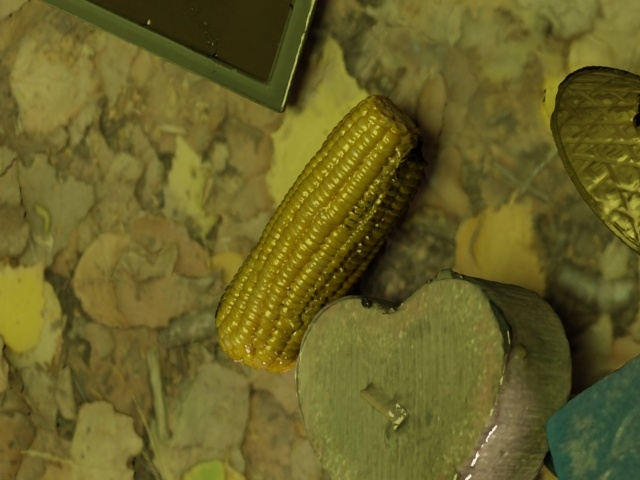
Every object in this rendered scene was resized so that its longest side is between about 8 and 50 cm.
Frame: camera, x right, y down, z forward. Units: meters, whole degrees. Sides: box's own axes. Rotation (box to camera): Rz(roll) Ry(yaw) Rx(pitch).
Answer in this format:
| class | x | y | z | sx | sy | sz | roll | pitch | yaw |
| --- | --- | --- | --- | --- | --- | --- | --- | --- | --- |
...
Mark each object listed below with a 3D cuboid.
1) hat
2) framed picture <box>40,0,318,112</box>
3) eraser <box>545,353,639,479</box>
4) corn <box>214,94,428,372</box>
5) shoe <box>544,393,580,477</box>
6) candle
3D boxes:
| class | x | y | z | sx | sy | sz | roll | pitch | yaw |
| --- | --- | --- | --- | --- | --- | --- | --- | --- | --- |
| hat | 0.202 | -0.051 | 0.900 | 0.146 | 0.067 | 0.146 | 42 | 157 | 22 |
| framed picture | -0.098 | -0.244 | 1.119 | 0.296 | 0.019 | 0.232 | 28 | 109 | 31 |
| eraser | 0.258 | 0.069 | 0.805 | 0.312 | 0.042 | 0.144 | -36 | 44 | 19 |
| corn | 0.000 | 0.000 | 1.039 | 0.072 | 0.072 | 0.203 | 44 | 116 | 25 |
| shoe | 0.174 | 0.134 | 0.924 | 0.143 | 0.071 | 0.064 | 27 | 109 | 38 |
| candle | 0.064 | 0.108 | 0.971 | 0.192 | 0.068 | 0.168 | -12 | 76 | 51 |
